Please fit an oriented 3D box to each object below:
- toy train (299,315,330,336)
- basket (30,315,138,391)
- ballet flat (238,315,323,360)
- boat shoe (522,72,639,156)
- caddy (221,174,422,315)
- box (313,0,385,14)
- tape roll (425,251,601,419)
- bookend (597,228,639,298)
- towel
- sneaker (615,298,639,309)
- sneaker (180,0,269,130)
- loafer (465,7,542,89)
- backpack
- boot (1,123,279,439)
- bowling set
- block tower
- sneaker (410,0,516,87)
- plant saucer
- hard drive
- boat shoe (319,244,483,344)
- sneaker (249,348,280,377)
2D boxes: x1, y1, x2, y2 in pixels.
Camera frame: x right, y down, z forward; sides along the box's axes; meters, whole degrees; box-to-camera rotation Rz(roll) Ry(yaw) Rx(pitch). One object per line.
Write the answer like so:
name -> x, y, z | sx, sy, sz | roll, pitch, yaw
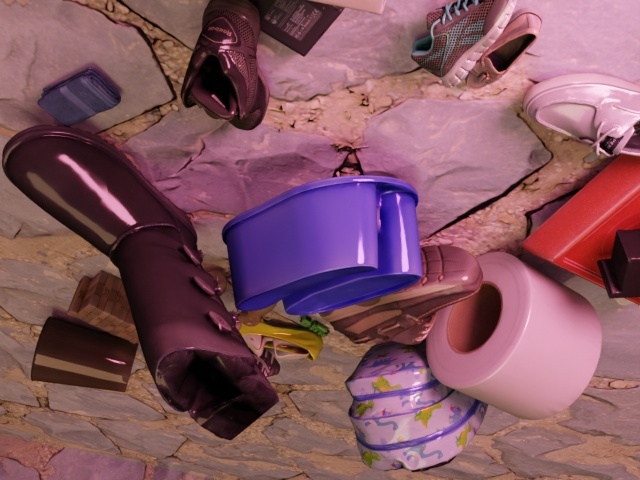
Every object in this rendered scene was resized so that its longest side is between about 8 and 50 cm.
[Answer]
toy train -> -0.012, 0.190, 1.439 | 0.083, 0.017, 0.024 | 34, 129, -30
basket -> -0.589, 0.297, 1.641 | 0.227, 0.154, 0.204 | 15, 144, -12
ballet flat -> -0.110, 0.226, 1.463 | 0.231, 0.077, 0.077 | 11, 146, 1
boat shoe -> 0.365, -0.144, 0.796 | 0.228, 0.081, 0.079 | 9, 146, 2
caddy -> 0.000, 0.000, 1.028 | 0.342, 0.179, 0.241 | -22, 158, 38
box -> -0.059, -0.316, 0.639 | 0.275, 0.113, 0.094 | 12, 146, 0
tape roll -> 0.321, 0.162, 1.107 | 0.169, 0.246, 0.246 | 27, 143, -23
bookend -> 0.468, -0.003, 0.866 | 0.158, 0.072, 0.156 | -5, 133, 9
towel -> -0.349, -0.207, 0.945 | 0.120, 0.029, 0.067 | -14, 139, 30
sneaker -> 0.502, 0.077, 1.087 | 0.152, 0.053, 0.061 | 20, 118, -12
sneaker -> -0.120, -0.183, 0.817 | 0.087, 0.130, 0.227 | 17, 158, 2
loafer -> 0.211, -0.218, 0.767 | 0.045, 0.039, 0.125 | 21, 144, -16
backpack -> 0.185, 0.308, 1.277 | 0.290, 0.355, 0.273 | -8, 113, 25
boot -> -0.267, 0.047, 0.931 | 0.146, 0.445, 0.367 | -45, 132, 12
bowling set -> -0.246, 0.163, 1.315 | 0.287, 0.199, 0.154 | 23, 145, -11
block tower -> -0.386, 0.184, 1.468 | 0.336, 0.090, 0.097 | 30, 141, -27
sneaker -> 0.158, -0.243, 0.730 | 0.076, 0.064, 0.166 | 23, 143, -11
plant saucer -> 0.479, -0.008, 0.945 | 0.259, 0.047, 0.258 | 24, 131, -17
hard drive -> -0.051, -0.283, 0.760 | 0.135, 0.022, 0.094 | 26, 143, -22
boat shoe -> 0.151, 0.107, 1.156 | 0.356, 0.132, 0.130 | -19, 115, 49
sneaker -> -0.196, 0.302, 1.608 | 0.209, 0.081, 0.094 | 9, 153, 14
